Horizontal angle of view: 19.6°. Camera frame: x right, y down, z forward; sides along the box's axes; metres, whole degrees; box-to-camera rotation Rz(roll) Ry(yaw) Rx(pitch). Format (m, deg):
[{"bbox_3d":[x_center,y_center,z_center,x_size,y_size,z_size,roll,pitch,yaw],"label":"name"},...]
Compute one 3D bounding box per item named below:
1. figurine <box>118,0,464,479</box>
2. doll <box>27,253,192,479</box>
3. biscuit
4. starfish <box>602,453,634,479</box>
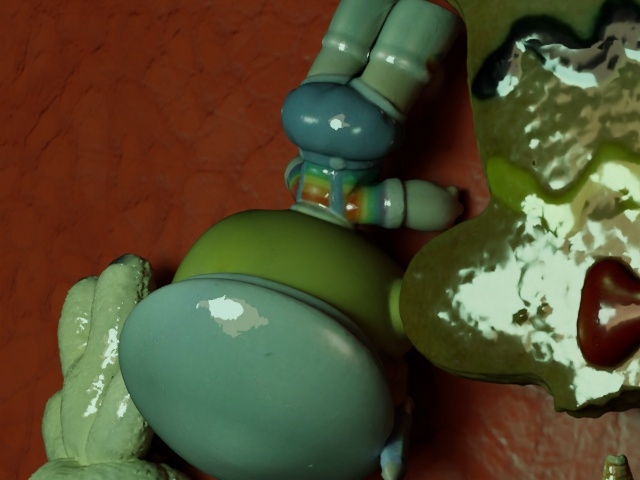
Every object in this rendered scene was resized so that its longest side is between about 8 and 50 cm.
[{"bbox_3d":[-0.024,-0.009,1.365,0.224,0.205,0.382,1,76,33],"label":"figurine"},{"bbox_3d":[-0.166,0.152,1.516,0.149,0.175,0.278,2,73,1],"label":"doll"},{"bbox_3d":[0.223,-0.083,1.209,0.368,0.076,0.394,-2,79,26],"label":"biscuit"},{"bbox_3d":[0.203,0.258,1.177,0.295,0.048,0.231,16,73,8],"label":"starfish"}]
